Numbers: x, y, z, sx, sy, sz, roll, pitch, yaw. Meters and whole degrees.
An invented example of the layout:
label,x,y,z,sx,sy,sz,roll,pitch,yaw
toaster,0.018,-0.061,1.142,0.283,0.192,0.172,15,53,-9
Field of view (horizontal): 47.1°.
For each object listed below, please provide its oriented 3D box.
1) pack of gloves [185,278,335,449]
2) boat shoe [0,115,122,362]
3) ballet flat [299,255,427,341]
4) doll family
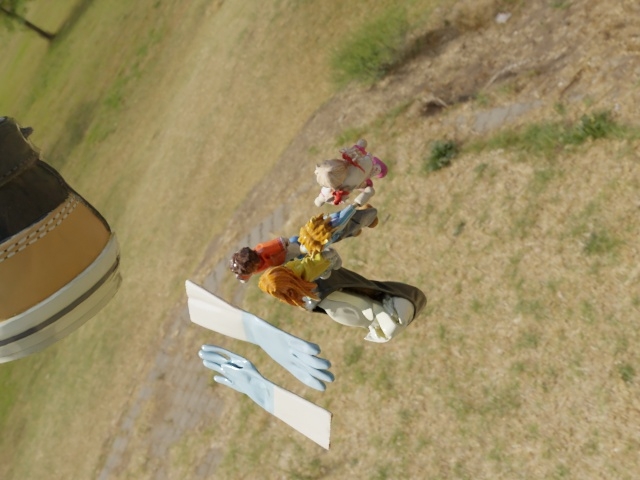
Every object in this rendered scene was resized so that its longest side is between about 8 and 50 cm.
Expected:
label,x,y,z,sx,sy,sz,roll,pitch,yaw
pack of gloves,-0.070,0.157,0.984,0.232,0.195,0.046,25,48,24
boat shoe,-0.353,-0.034,0.604,0.500,0.156,0.187,9,41,42
ballet flat,0.070,0.106,1.127,0.095,0.280,0.096,-53,40,25
doll family,0.000,0.000,0.922,0.263,0.118,0.163,-45,-14,24
